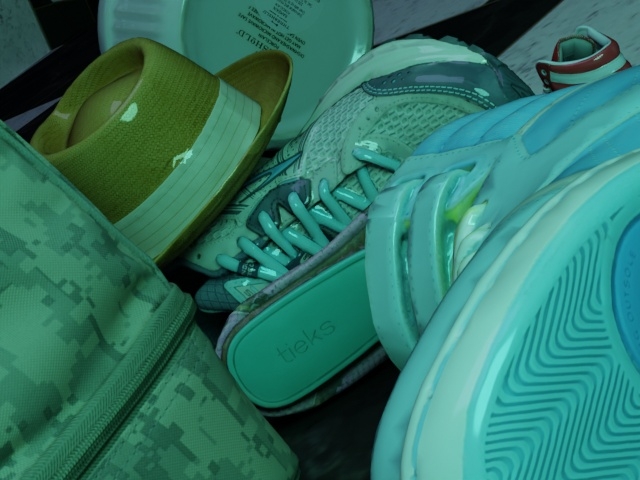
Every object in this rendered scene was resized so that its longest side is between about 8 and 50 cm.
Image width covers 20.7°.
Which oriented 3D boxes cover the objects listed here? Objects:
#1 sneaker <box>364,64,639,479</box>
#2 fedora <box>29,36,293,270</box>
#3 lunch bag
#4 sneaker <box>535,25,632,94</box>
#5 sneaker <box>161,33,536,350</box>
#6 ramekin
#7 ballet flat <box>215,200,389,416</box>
[{"bbox_3d":[0.070,0.031,0.562,0.208,0.127,0.319,-17,11,42],"label":"sneaker"},{"bbox_3d":[-0.100,-0.051,0.933,0.194,0.079,0.194,-41,21,20],"label":"fedora"},{"bbox_3d":[-0.206,0.084,0.696,0.305,0.256,0.212,-23,16,35],"label":"lunch bag"},{"bbox_3d":[0.120,-0.070,0.904,0.118,0.067,0.042,-15,22,51],"label":"sneaker"},{"bbox_3d":[0.000,0.000,0.908,0.283,0.110,0.122,-30,24,40],"label":"sneaker"},{"bbox_3d":[-0.057,-0.163,1.347,0.207,0.207,0.109,-37,23,-18],"label":"ramekin"},{"bbox_3d":[0.049,0.005,0.807,0.221,0.077,0.079,-33,6,10],"label":"ballet flat"}]
